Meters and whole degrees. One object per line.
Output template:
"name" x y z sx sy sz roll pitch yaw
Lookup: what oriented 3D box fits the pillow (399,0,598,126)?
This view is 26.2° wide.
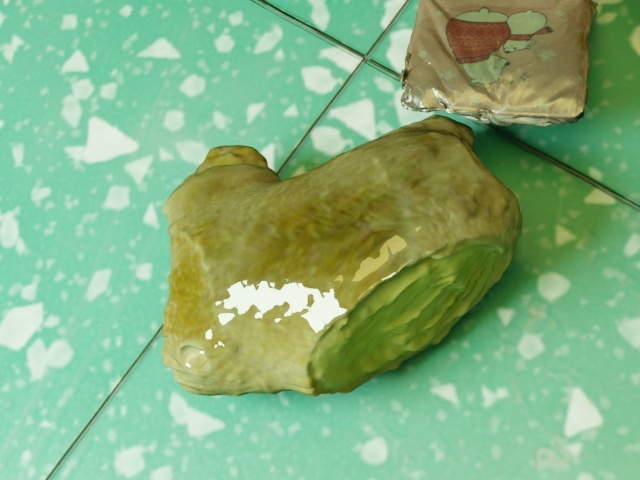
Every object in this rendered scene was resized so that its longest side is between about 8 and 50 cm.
"pillow" 0.137 -0.182 1.015 0.135 0.049 0.248 4 54 9

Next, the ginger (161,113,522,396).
"ginger" 0.000 0.000 0.955 0.275 0.130 0.221 -39 51 -10
